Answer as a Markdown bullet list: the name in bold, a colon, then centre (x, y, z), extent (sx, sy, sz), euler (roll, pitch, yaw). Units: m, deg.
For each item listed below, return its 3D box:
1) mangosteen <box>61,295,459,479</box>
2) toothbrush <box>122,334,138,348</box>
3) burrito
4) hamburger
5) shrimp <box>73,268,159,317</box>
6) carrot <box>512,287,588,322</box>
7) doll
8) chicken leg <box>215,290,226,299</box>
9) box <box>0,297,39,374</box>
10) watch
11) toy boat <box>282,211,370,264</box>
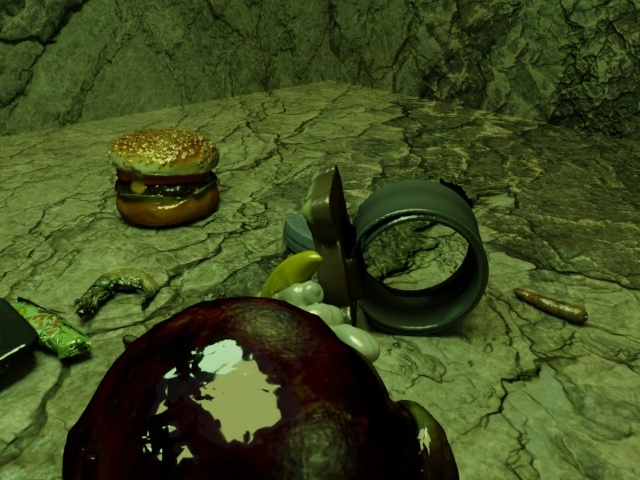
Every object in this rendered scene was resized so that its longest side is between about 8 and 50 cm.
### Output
- **mangosteen**: centre (-0.061, 0.271, 0.571), extent (0.381, 0.421, 0.381), euler (-34, 30, 23)
- **toothbrush**: centre (-0.232, 0.230, 0.971), extent (0.364, 0.040, 0.041), euler (13, 30, 27)
- **burrito**: centre (-0.572, 0.182, 1.065), extent (0.288, 0.054, 0.104), euler (15, 32, 30)
- **hamburger**: centre (-0.466, -0.207, 1.612), extent (0.330, 0.250, 0.330), euler (-1, 27, 0)
- **shrimp**: centre (-0.452, 0.119, 1.196), extent (0.150, 0.051, 0.217), euler (11, 25, 8)
- **carrot**: centre (0.482, 0.136, 1.127), extent (0.036, 0.035, 0.165), euler (-25, 33, -38)
- **doll**: centre (-0.026, 0.148, 0.931), extent (0.111, 0.252, 0.237), euler (9, 51, -44)
- **chicken leg**: centre (-0.215, 0.135, 1.178), extent (0.036, 0.021, 0.083), euler (-25, 29, -20)
- **box**: centre (-0.643, 0.191, 0.963), extent (0.201, 0.042, 0.212), euler (27, 42, 30)
- **watch**: centre (0.157, 0.015, 1.053), extent (0.327, 0.335, 0.314), euler (-7, 26, 10)
- **toy boat**: centre (0.000, 0.000, 1.372), extent (0.127, 0.078, 0.283), euler (-27, 37, -35)
